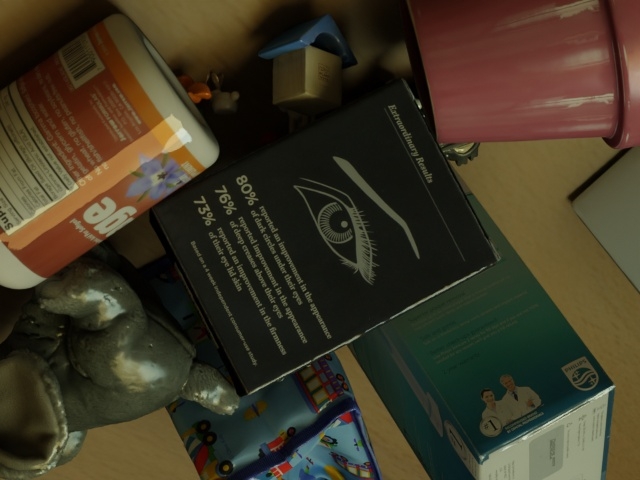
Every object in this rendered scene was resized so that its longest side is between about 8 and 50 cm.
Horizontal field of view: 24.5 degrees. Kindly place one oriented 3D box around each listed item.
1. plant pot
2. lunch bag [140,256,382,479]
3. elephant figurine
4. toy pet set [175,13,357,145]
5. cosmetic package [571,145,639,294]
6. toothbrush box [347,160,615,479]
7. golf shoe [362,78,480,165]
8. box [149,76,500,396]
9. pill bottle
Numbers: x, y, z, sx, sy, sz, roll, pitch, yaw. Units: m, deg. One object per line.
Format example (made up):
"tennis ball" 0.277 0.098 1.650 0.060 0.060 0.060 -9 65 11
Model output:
"plant pot" 0.156 -0.153 1.082 0.180 0.201 0.201 -15 146 1
"lunch bag" -0.026 0.143 1.270 0.138 0.221 0.293 -34 147 3
"elephant figurine" -0.226 0.109 1.105 0.239 0.186 0.169 -42 139 0
"toy pet set" -0.041 -0.124 1.082 0.114 0.065 0.122 -13 161 42
"cosmetic package" 0.532 0.019 1.476 0.329 0.327 0.393 -43 146 16
"toothbrush box" 0.113 0.091 1.251 0.126 0.295 0.216 -27 146 -11
"golf shoe" 0.036 -0.084 1.176 0.198 0.077 0.094 -27 136 -21
"box" 0.000 0.000 1.069 0.207 0.153 0.108 -26 178 -8
"pill bottle" -0.186 -0.045 0.986 0.216 0.121 0.121 -34 147 3
